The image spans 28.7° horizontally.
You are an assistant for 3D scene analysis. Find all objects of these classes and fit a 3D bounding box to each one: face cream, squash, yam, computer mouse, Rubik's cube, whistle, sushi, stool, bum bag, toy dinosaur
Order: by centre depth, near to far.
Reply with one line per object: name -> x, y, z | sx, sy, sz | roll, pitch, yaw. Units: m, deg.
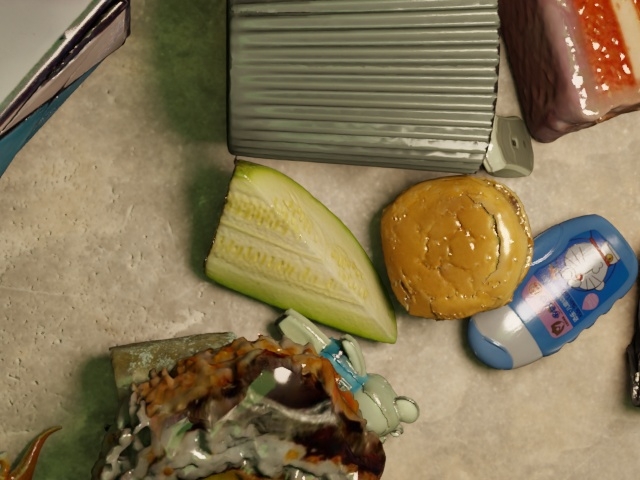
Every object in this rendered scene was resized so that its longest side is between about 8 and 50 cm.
Rubik's cube -> -0.431, -0.277, 1.550 | 0.310, 0.305, 0.307 | 40, 81, -4
sushi -> -0.113, 0.323, 1.600 | 0.417, 0.176, 0.417 | -6, 114, -14
stool -> 0.042, -0.236, 1.632 | 0.330, 0.297, 0.297 | 0, 89, -5
toy dinosaur -> -0.423, 0.346, 1.657 | 0.212, 0.057, 0.142 | -20, 103, -8
yam -> -0.178, 0.180, 1.672 | 0.194, 0.107, 0.107 | -8, 90, -10
squash -> 0.000, 0.000, 1.692 | 0.288, 0.111, 0.203 | 18, 129, -4
whistle -> 0.030, 0.183, 1.720 | 0.236, 0.077, 0.114 | 46, 125, -5
computer mouse -> 0.244, -0.129, 1.732 | 0.056, 0.181, 0.089 | -17, 83, 26
face cream -> 0.317, 0.078, 1.764 | 0.264, 0.083, 0.149 | -39, 90, -7
bum bag -> 0.472, 0.116, 1.776 | 0.060, 0.123, 0.248 | 10, 87, 25

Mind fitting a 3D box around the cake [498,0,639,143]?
cake -> 0.375, -0.313, 1.708 | 0.237, 0.230, 0.309 | -17, 91, -11

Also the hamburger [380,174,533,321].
hamburger -> 0.187, 0.007, 1.704 | 0.214, 0.108, 0.214 | 1, 93, 24
